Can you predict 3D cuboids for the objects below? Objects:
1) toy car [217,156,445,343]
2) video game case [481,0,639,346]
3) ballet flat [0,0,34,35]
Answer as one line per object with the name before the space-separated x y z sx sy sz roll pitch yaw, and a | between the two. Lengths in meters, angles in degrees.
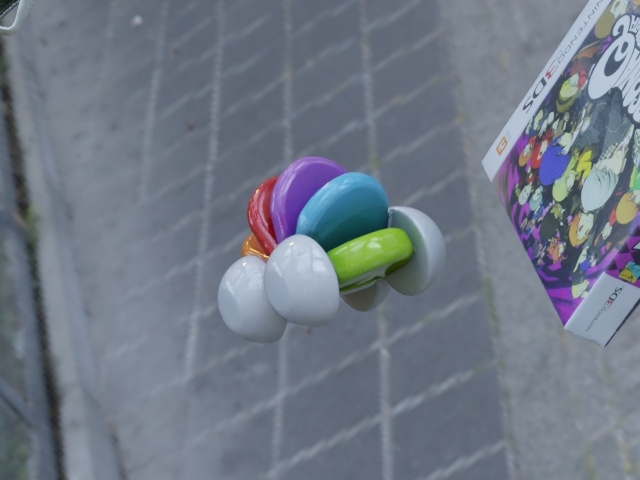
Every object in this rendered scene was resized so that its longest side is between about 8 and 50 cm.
toy car | 0.000 0.000 1.413 0.159 0.136 0.182 -16 -4 -32
video game case | 0.206 -0.074 1.176 0.210 0.042 0.232 -58 25 23
ballet flat | -0.291 -0.175 1.411 0.213 0.068 0.072 -55 -12 -17
